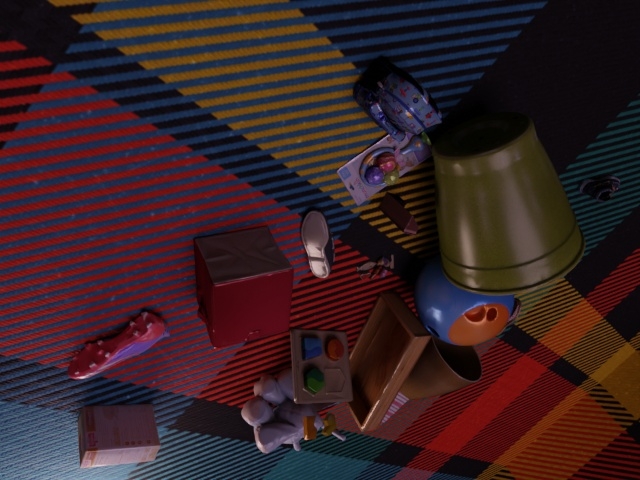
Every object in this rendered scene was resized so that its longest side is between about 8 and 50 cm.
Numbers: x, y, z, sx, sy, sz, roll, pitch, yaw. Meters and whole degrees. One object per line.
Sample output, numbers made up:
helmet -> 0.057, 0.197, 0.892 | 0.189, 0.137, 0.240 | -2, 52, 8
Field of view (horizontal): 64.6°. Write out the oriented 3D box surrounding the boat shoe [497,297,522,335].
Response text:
boat shoe -> 0.686, 0.290, 1.901 | 0.060, 0.064, 0.178 | 12, 121, -37

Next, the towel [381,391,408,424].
towel -> 0.256, 0.629, 1.954 | 0.197, 0.029, 0.144 | -44, 133, 5

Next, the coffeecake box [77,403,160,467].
coffeecake box -> -0.535, 0.512, 1.340 | 0.185, 0.142, 0.068 | 10, 118, -34

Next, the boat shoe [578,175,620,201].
boat shoe -> 0.948, -0.165, 1.680 | 0.183, 0.083, 0.065 | -8, 128, -24

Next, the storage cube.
storage cube -> -0.186, 0.106, 1.191 | 0.214, 0.184, 0.193 | -10, 128, -22

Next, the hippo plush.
hippo plush -> -0.104, 0.540, 1.600 | 0.293, 0.235, 0.237 | -5, 156, -13

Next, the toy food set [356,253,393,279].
toy food set -> 0.165, 0.087, 1.483 | 0.122, 0.019, 0.078 | -21, 132, -13

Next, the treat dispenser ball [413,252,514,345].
treat dispenser ball -> 0.423, 0.167, 1.503 | 0.287, 0.288, 0.288 | -15, 130, -18

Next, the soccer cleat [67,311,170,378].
soccer cleat -> -0.485, 0.267, 1.225 | 0.247, 0.083, 0.095 | -34, 138, -6

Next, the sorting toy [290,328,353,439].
sorting toy -> 0.014, 0.414, 1.485 | 0.228, 0.308, 0.041 | 12, 153, -37

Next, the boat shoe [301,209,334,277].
boat shoe -> 0.000, 0.000, 1.313 | 0.065, 0.075, 0.206 | -54, 146, -47

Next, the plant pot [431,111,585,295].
plant pot -> 0.442, -0.116, 1.277 | 0.366, 0.366, 0.353 | -28, 117, -7

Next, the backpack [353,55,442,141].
backpack -> 0.172, -0.289, 1.090 | 0.117, 0.173, 0.158 | -45, 134, 9

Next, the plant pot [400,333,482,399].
plant pot -> 0.385, 0.444, 1.769 | 0.237, 0.237, 0.254 | 17, 130, -37

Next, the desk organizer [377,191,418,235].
desk organizer -> 0.207, -0.071, 1.310 | 0.047, 0.130, 0.050 | 11, 116, -34

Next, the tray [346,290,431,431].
tray -> 0.187, 0.384, 1.601 | 0.076, 0.203, 0.411 | 3, 123, -31

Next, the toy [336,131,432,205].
toy -> 0.172, -0.185, 1.252 | 0.237, 0.056, 0.137 | -37, 133, 1
